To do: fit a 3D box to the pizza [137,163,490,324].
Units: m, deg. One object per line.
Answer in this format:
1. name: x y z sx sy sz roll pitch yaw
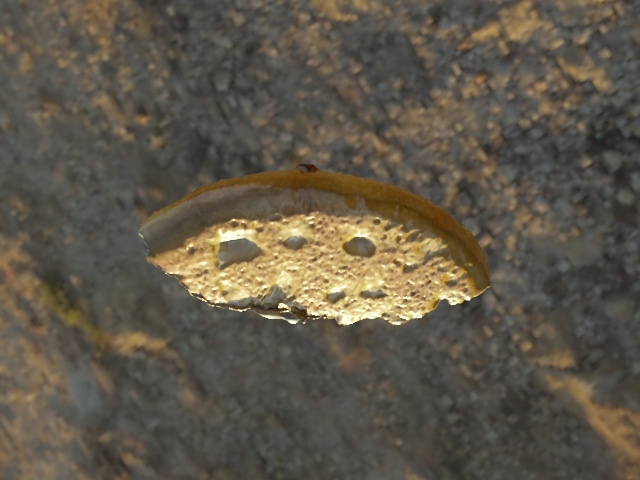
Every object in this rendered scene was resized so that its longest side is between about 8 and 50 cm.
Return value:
1. pizza: 0.000 -0.001 1.007 0.058 0.246 0.127 -102 14 -49
